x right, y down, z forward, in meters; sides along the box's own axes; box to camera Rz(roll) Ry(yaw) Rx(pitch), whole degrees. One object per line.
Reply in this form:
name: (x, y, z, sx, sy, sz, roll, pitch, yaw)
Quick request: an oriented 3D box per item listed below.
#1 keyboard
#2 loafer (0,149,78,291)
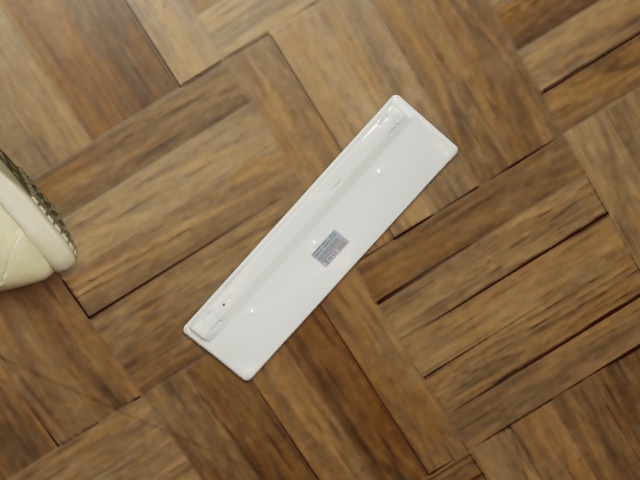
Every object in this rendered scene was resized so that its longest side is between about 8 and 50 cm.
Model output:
keyboard: (0.000, 0.000, 1.481, 0.072, 0.014, 0.256, 39, 98, -24)
loafer: (-0.288, -0.059, 1.360, 0.092, 0.102, 0.268, -40, 111, -2)
